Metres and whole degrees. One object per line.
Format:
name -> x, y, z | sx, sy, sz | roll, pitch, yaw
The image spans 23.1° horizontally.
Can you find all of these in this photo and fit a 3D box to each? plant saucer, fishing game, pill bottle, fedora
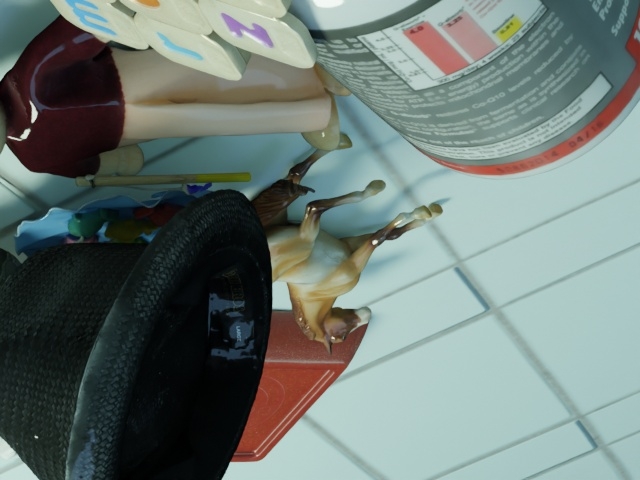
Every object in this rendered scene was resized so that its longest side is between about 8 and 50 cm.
plant saucer -> -0.109, 0.159, 1.591 | 0.258, 0.047, 0.259 | 4, 143, -32
fishing game -> -0.152, 0.002, 1.262 | 0.189, 0.041, 0.264 | 0, 162, -29
pill bottle -> 0.058, -0.193, 0.955 | 0.210, 0.210, 0.363 | -30, 148, 18
fedora -> -0.157, 0.095, 1.155 | 0.153, 0.334, 0.334 | 14, 153, 15

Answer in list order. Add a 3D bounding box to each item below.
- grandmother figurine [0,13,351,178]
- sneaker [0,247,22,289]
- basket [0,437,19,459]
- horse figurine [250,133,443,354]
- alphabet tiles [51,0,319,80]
grandmother figurine -> -0.149, -0.100, 1.109 | 0.342, 0.104, 0.207 | -11, 140, -18
sneaker -> -0.339, 0.071, 1.284 | 0.276, 0.097, 0.135 | -12, 130, 17
basket -> -0.208, 0.114, 1.386 | 0.167, 0.103, 0.113 | -33, 157, 35
horse figurine -> 0.000, 0.000, 1.377 | 0.174, 0.066, 0.263 | -36, 148, 16
alphabet tiles -> -0.137, -0.181, 0.880 | 0.278, 0.021, 0.284 | 20, 164, 23
